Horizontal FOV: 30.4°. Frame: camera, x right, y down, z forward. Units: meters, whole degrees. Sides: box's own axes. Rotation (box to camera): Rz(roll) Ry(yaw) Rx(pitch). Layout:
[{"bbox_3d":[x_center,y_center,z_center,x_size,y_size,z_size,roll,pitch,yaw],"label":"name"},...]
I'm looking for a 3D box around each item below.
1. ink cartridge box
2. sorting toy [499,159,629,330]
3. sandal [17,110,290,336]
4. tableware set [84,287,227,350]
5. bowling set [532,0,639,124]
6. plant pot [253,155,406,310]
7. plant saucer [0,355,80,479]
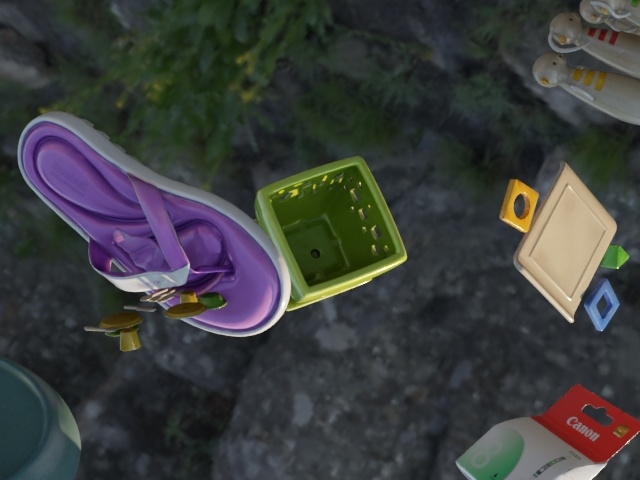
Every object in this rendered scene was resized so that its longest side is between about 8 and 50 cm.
[{"bbox_3d":[0.326,0.295,1.698,0.056,0.225,0.181,50,173,-24],"label":"ink cartridge box"},{"bbox_3d":[0.369,0.001,1.819,0.047,0.196,0.347,8,154,47],"label":"sorting toy"},{"bbox_3d":[-0.222,-0.006,1.402,0.416,0.102,0.169,31,121,22],"label":"sandal"},{"bbox_3d":[-0.179,0.088,1.316,0.104,0.154,0.024,2,107,30],"label":"tableware set"},{"bbox_3d":[0.367,-0.287,1.393,0.154,0.287,0.200,23,124,5],"label":"bowling set"},{"bbox_3d":[0.000,0.000,2.260,0.228,0.227,0.207,66,159,11],"label":"plant pot"},{"bbox_3d":[-0.414,0.204,1.245,0.317,0.317,0.044,22,123,20],"label":"plant saucer"}]
